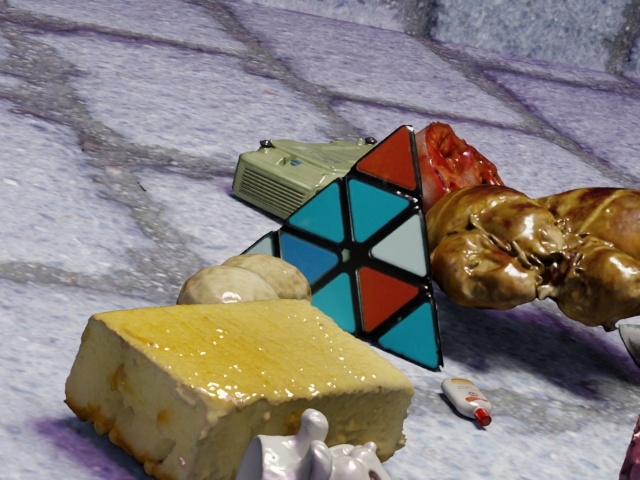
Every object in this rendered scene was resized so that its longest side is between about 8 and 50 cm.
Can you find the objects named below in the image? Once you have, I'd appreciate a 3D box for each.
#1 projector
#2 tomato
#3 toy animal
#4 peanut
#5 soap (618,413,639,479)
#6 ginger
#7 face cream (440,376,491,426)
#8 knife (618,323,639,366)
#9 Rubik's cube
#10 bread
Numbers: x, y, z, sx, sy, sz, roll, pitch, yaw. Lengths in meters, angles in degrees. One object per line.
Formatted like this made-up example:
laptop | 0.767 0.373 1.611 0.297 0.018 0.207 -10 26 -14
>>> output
projector | 0.037 -0.072 2.447 0.194 0.088 0.270 26 19 36
tomato | 0.174 -0.036 2.370 0.228 0.101 0.228 39 29 -27
toy animal | 0.044 0.221 1.503 0.221 0.130 0.104 17 3 -8
peanut | -0.078 0.065 1.933 0.104 0.085 0.228 30 18 11
soap | 0.356 0.187 1.815 0.099 0.162 0.250 19 17 10
ginger | 0.280 0.015 2.125 0.358 0.152 0.274 3 4 4
face cream | 0.155 0.168 1.930 0.040 0.021 0.083 8 20 -23
knife | 0.401 0.118 2.316 0.060 0.028 0.230 5 20 5
Rubik's cube | 0.000 0.000 2.092 0.234 0.250 0.284 -5 25 -4
bread | -0.068 0.138 1.674 0.275 0.114 0.185 -5 31 -47
